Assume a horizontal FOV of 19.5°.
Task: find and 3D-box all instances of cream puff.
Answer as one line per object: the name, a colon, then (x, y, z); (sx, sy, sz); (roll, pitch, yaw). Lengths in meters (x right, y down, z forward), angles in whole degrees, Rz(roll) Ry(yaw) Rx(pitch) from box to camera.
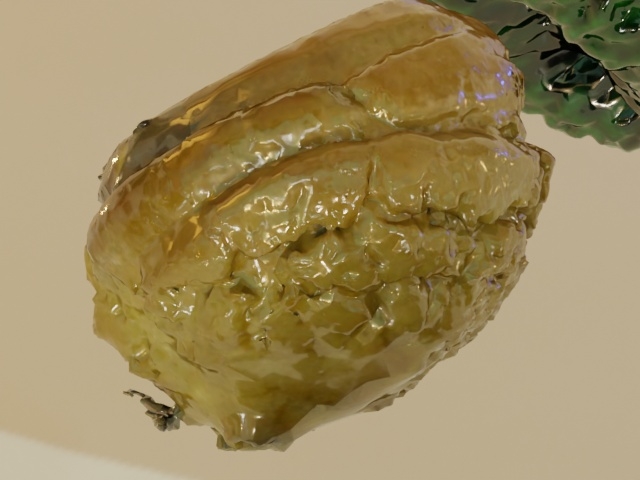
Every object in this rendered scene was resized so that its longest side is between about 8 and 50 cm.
cream puff: (0.000, 0.000, 0.679); (0.189, 0.189, 0.129); (-27, -98, -16)

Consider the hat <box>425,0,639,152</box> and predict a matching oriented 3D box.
hat: (0.202, -0.233, 1.063); (0.242, 0.274, 0.332); (19, -102, 29)
